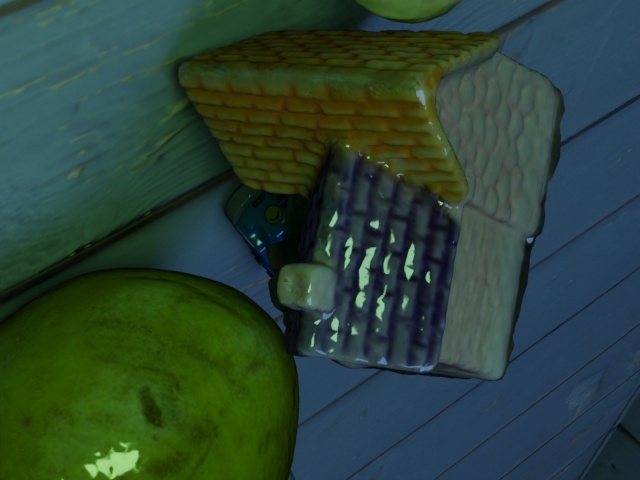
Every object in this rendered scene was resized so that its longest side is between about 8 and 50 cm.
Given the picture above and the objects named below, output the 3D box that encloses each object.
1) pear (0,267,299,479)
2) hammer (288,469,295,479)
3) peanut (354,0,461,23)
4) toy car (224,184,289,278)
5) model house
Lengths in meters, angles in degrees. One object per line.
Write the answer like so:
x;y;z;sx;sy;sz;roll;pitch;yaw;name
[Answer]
-0.139;0.148;1.199;0.269;0.269;0.321;-54;164;20;pear
-0.157;0.330;1.718;0.206;0.119;0.335;-28;159;-41;hammer
0.111;-0.234;1.157;0.236;0.120;0.110;-47;-161;-16;peanut
0.000;0.000;1.404;0.097;0.100;0.191;-41;155;-4;toy car
0.019;-0.034;1.172;0.237;0.202;0.237;19;83;-60;model house
